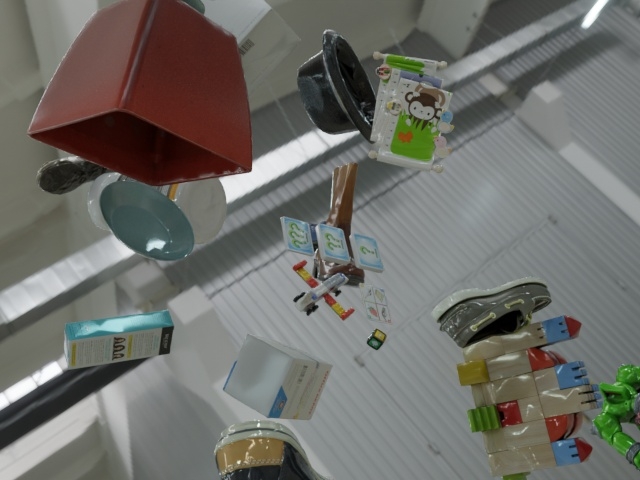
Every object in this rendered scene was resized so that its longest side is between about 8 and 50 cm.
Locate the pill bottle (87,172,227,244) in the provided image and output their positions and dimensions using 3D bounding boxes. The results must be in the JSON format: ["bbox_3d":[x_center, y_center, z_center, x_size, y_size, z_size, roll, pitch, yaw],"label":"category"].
[{"bbox_3d":[-0.355,-0.079,1.595,0.162,0.278,0.162,-15,-72,-59],"label":"pill bottle"}]

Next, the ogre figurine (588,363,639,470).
[{"bbox_3d":[0.510,0.264,1.175,0.097,0.118,0.197,32,-104,-44],"label":"ogre figurine"}]

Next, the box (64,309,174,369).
[{"bbox_3d":[-0.478,0.234,1.760,0.244,0.060,0.101,-5,-49,-27],"label":"box"}]

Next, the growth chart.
[{"bbox_3d":[0.181,-0.255,1.469,0.021,0.171,0.237,41,-126,-82],"label":"growth chart"}]

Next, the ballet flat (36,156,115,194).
[{"bbox_3d":[-0.535,-0.156,1.616,0.084,0.058,0.250,-59,-12,24],"label":"ballet flat"}]

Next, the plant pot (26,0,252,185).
[{"bbox_3d":[-0.275,-0.252,1.218,0.267,0.267,0.236,22,-109,-47],"label":"plant pot"}]

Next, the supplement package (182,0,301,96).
[{"bbox_3d":[-0.220,-0.463,1.553,0.199,0.263,0.198,-45,-14,9],"label":"supplement package"}]

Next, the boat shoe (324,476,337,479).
[{"bbox_3d":[0.044,0.642,1.565,0.098,0.277,0.096,-7,-16,-16],"label":"boat shoe"}]

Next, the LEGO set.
[{"bbox_3d":[0.038,0.055,1.158,0.182,0.244,0.060,15,-49,-24],"label":"LEGO set"}]

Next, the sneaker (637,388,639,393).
[{"bbox_3d":[0.668,0.381,1.428,0.169,0.257,0.448,-72,7,-66],"label":"sneaker"}]

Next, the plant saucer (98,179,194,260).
[{"bbox_3d":[-0.324,-0.028,1.360,0.037,0.195,0.195,-45,-18,29],"label":"plant saucer"}]

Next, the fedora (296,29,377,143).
[{"bbox_3d":[0.038,-0.400,2.031,0.152,0.334,0.334,-20,-11,22],"label":"fedora"}]

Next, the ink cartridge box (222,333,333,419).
[{"bbox_3d":[-0.111,0.374,2.010,0.232,0.168,0.171,29,-96,-59],"label":"ink cartridge box"}]

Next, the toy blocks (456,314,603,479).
[{"bbox_3d":[0.462,0.326,1.554,0.260,0.382,0.190,-21,-20,32],"label":"toy blocks"}]

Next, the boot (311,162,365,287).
[{"bbox_3d":[0.064,-0.037,1.702,0.264,0.096,0.281,-172,94,-82],"label":"boot"}]

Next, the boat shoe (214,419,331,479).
[{"bbox_3d":[-0.041,0.486,1.278,0.186,0.156,0.500,-15,-43,11],"label":"boat shoe"}]

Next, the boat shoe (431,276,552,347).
[{"bbox_3d":[0.346,0.141,1.420,0.305,0.091,0.109,-6,-37,-37],"label":"boat shoe"}]

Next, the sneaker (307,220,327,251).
[{"bbox_3d":[0.000,0.000,2.037,0.232,0.081,0.091,-11,-68,-68],"label":"sneaker"}]
